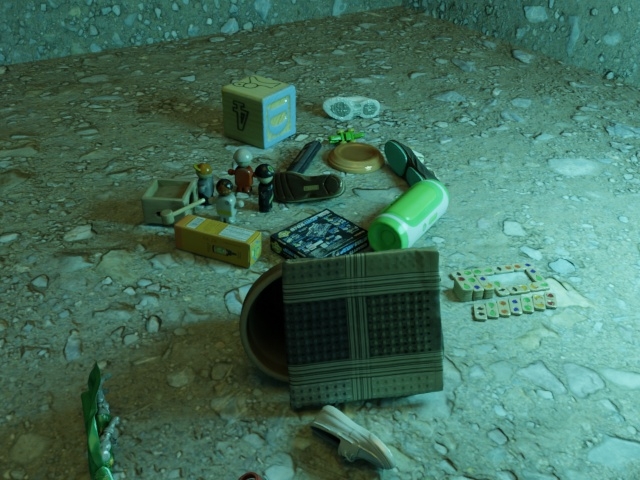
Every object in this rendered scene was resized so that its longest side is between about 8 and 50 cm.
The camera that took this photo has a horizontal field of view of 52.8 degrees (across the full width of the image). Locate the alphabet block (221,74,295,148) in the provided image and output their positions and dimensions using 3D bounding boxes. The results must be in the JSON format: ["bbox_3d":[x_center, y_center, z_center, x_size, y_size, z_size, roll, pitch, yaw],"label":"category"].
[{"bbox_3d":[-0.222,-0.471,2.339,0.197,0.194,0.192,23,38,29],"label":"alphabet block"}]

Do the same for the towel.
[{"bbox_3d":[0.089,0.172,1.287,0.324,0.313,0.056,-4,10,-4],"label":"towel"}]

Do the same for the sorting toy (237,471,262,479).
[{"bbox_3d":[-0.141,0.444,1.105,0.101,0.042,0.061,-26,25,-17],"label":"sorting toy"}]

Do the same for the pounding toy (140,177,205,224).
[{"bbox_3d":[-0.413,-0.087,1.838,0.180,0.094,0.206,4,34,4],"label":"pounding toy"}]

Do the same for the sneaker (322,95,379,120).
[{"bbox_3d":[0.110,-0.532,2.556,0.232,0.091,0.115,0,26,-18],"label":"sneaker"}]

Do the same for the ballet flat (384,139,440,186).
[{"bbox_3d":[0.305,-0.233,2.104,0.096,0.095,0.280,-4,43,-25],"label":"ballet flat"}]

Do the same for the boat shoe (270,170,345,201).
[{"bbox_3d":[-0.045,-0.159,1.991,0.257,0.095,0.095,6,-2,18],"label":"boat shoe"}]

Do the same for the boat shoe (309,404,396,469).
[{"bbox_3d":[0.056,0.375,1.193,0.184,0.066,0.063,31,57,33],"label":"boat shoe"}]

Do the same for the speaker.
[{"bbox_3d":[0.251,-0.067,1.809,0.131,0.131,0.296,21,38,27],"label":"speaker"}]

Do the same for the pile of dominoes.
[{"bbox_3d":[0.465,0.113,1.622,0.251,0.040,0.196,-7,34,-12],"label":"pile of dominoes"}]

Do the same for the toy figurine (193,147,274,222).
[{"bbox_3d":[-0.255,-0.169,1.921,0.209,0.148,0.213,-18,39,-27],"label":"toy figurine"}]

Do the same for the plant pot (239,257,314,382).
[{"bbox_3d":[-0.045,0.146,1.405,0.262,0.263,0.229,-3,15,-6],"label":"plant pot"}]

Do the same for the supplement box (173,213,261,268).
[{"bbox_3d":[-0.275,0.000,1.731,0.233,0.078,0.080,16,33,19],"label":"supplement box"}]

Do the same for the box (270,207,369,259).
[{"bbox_3d":[0.000,0.000,1.763,0.220,0.051,0.175,-28,43,-36],"label":"box"}]

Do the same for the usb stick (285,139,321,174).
[{"bbox_3d":[-0.062,-0.260,2.143,0.077,0.045,0.278,-27,19,31],"label":"usb stick"}]

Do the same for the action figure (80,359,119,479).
[{"bbox_3d":[-0.401,0.352,1.177,0.063,0.137,0.232,2,40,-23],"label":"action figure"}]

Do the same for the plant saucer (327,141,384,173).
[{"bbox_3d":[0.123,-0.291,2.221,0.199,0.037,0.200,1,33,-1],"label":"plant saucer"}]

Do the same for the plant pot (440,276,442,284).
[{"bbox_3d":[0.227,0.107,1.570,0.108,0.096,0.109,-1,34,-4],"label":"plant pot"}]

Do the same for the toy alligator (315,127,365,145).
[{"bbox_3d":[0.066,-0.366,2.324,0.189,0.056,0.051,-10,-7,-15],"label":"toy alligator"}]
